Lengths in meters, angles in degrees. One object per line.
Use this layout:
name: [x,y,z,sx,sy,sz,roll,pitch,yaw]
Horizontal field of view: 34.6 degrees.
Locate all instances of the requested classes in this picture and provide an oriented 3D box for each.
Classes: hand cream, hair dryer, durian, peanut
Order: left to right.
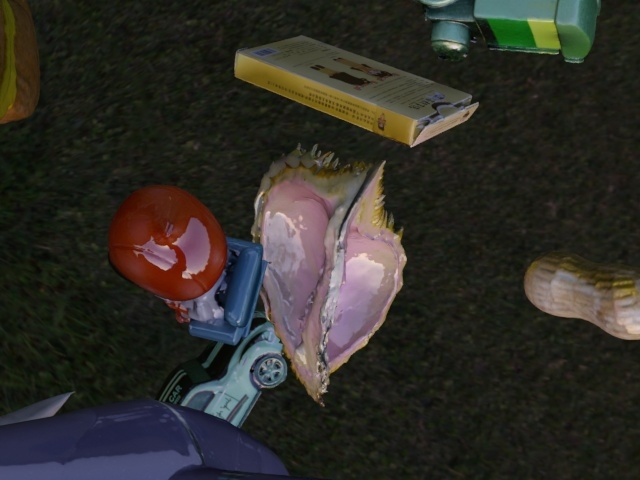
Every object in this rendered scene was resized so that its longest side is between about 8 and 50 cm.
hand cream: [-0.402,0.248,1.371,0.087,0.186,0.054,-34,90,16]
hair dryer: [-0.049,0.129,0.476,0.301,0.361,0.121,14,72,-48]
durian: [-0.008,0.006,1.209,0.185,0.195,0.305,-29,134,-43]
peanut: [0.334,0.066,1.234,0.087,0.206,0.087,-13,109,-41]

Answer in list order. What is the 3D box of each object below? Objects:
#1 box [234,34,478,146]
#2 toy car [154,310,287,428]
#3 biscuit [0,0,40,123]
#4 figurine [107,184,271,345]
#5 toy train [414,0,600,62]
box: [0.022,-0.099,0.666,0.073,0.149,0.020,-26,133,-49]
toy car: [-0.163,0.229,1.486,0.125,0.136,0.306,28,92,-26]
biscuit: [-0.267,-0.177,0.705,0.041,0.290,0.209,-12,78,11]
figurine: [-0.078,0.015,0.614,0.075,0.140,0.068,12,74,20]
toy train: [0.199,-0.330,1.052,0.202,0.120,0.301,9,86,18]
